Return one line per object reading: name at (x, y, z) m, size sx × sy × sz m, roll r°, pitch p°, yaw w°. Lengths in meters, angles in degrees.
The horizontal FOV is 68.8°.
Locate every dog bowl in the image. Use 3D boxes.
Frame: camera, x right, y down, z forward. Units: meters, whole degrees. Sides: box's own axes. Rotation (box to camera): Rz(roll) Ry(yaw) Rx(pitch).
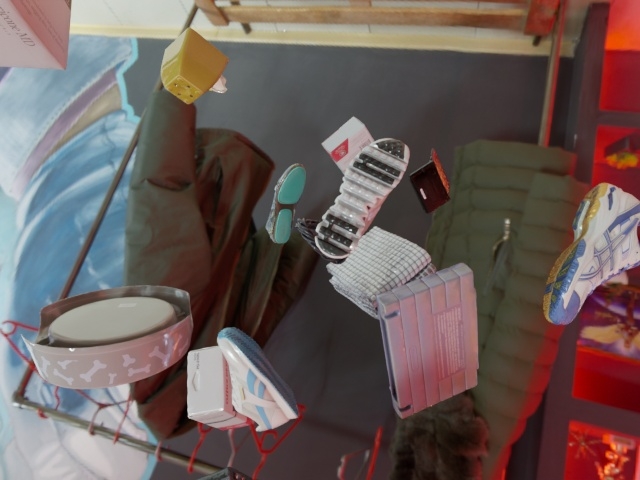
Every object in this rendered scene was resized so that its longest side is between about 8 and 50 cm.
dog bowl at (-0.444, 0.200, 1.019) m, size 0.347 × 0.103 × 0.349 m, roll 0°, pitch -167°, yaw 0°

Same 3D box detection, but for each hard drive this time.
hard drive at (-0.222, 0.666, 1.191) m, size 0.171 × 0.054 × 0.255 m, roll -26°, pitch 124°, yaw 12°

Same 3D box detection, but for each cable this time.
cable at (0.000, 0.000, 1.322) m, size 0.184 × 0.151 × 0.047 m, roll 24°, pitch 123°, yaw -41°

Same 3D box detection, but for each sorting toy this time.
sorting toy at (-0.273, -0.437, 1.236) m, size 0.044 × 0.075 × 0.083 m, roll -8°, pitch 121°, yaw 19°

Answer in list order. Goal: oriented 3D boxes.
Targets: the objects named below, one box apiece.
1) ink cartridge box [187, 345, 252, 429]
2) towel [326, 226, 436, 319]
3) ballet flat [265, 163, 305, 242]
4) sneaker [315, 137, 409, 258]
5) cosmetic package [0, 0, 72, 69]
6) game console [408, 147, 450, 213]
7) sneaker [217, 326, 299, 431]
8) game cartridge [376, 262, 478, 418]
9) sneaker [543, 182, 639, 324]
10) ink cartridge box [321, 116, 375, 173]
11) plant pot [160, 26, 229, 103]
ink cartridge box at (-0.274, 0.412, 1.294) m, size 0.100 × 0.172 × 0.237 m, roll -12°, pitch 149°, yaw 5°
towel at (0.176, 0.099, 1.421) m, size 0.283 × 0.235 × 0.121 m, roll 29°, pitch 153°, yaw 57°
ballet flat at (-0.084, -0.087, 1.035) m, size 0.070 × 0.189 × 0.070 m, roll 16°, pitch -160°, yaw -6°
sneaker at (0.088, -0.089, 1.002) m, size 0.110 × 0.292 × 0.118 m, roll 33°, pitch 174°, yaw 12°
cosmetic package at (-0.606, -0.379, 0.688) m, size 0.384 × 0.157 × 0.217 m, roll 1°, pitch 170°, yaw -4°
game console at (0.278, -0.150, 1.184) m, size 0.122 × 0.107 × 0.071 m, roll 57°, pitch -179°, yaw -28°
sneaker at (-0.129, 0.261, 0.859) m, size 0.229 × 0.092 × 0.087 m, roll 60°, pitch -177°, yaw -20°
game cartridge at (0.258, 0.238, 1.090) m, size 0.068 × 0.230 × 0.356 m, roll 44°, pitch 151°, yaw 56°
sneaker at (0.528, 0.037, 0.876) m, size 0.130 × 0.297 × 0.112 m, roll 28°, pitch 173°, yaw 9°
ink cartridge box at (0.105, -0.256, 1.397) m, size 0.175 × 0.127 × 0.072 m, roll 47°, pitch -175°, yaw -43°
plant pot at (-0.214, -0.277, 0.771) m, size 0.081 × 0.084 × 0.081 m, roll -16°, pitch 143°, yaw 42°
